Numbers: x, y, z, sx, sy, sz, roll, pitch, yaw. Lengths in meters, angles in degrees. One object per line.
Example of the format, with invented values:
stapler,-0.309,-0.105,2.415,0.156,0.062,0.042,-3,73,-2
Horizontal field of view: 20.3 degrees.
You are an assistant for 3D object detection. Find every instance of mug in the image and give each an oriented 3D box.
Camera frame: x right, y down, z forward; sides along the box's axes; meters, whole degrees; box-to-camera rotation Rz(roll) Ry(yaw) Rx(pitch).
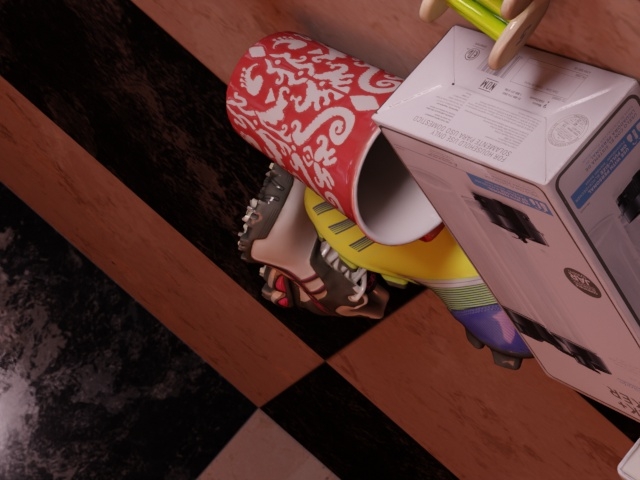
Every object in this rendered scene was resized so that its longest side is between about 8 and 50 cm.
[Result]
mug,0.016,-0.066,1.300,0.169,0.113,0.150,34,138,42

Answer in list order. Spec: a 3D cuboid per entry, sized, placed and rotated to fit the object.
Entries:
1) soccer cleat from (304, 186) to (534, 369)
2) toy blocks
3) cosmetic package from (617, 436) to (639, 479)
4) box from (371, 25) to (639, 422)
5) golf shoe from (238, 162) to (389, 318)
soccer cleat,0.093,-0.009,1.398,0.289,0.093,0.121,34,135,43
toy blocks,0.060,-0.172,0.999,0.148,0.054,0.123,39,165,11
cosmetic package,0.353,0.242,1.356,0.160,0.113,0.309,30,161,39
box,0.174,0.004,1.162,0.169,0.087,0.290,26,160,47
golf shoe,0.000,0.000,1.643,0.120,0.105,0.273,21,167,14
